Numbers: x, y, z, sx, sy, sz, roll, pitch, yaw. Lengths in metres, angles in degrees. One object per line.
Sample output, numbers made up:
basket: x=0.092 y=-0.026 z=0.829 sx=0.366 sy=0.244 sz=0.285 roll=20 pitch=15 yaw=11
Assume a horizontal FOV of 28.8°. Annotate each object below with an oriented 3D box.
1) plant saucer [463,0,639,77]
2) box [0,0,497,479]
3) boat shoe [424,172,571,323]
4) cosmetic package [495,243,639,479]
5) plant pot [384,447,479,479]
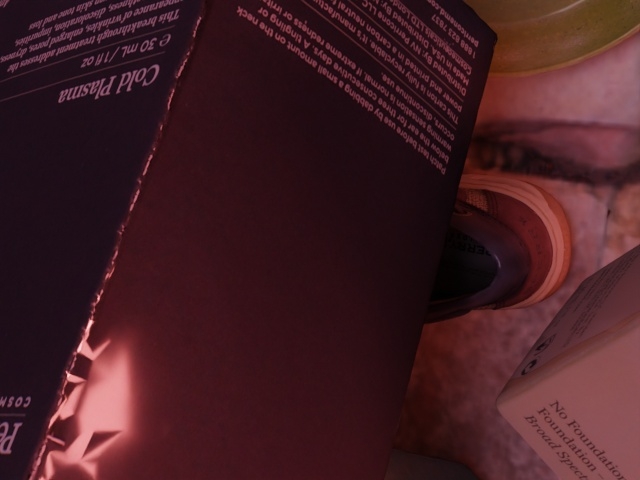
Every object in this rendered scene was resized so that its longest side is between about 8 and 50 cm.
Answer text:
plant saucer: x=0.097 y=-0.206 z=0.653 sx=0.241 sy=0.037 sz=0.241 roll=1 pitch=115 yaw=2
box: x=-0.122 y=0.008 z=0.643 sx=0.343 sy=0.179 sz=0.312 roll=-7 pitch=57 yaw=45
boat shoe: x=0.000 y=0.000 z=0.738 sx=0.285 sy=0.092 sz=0.103 roll=5 pitch=95 yaw=29
cosmetic package: x=0.233 y=0.037 z=0.494 sx=0.160 sy=0.113 sz=0.309 roll=46 pitch=140 yaw=0
plant pot: x=0.001 y=0.245 z=0.674 sx=0.248 sy=0.247 sz=0.252 roll=-16 pitch=69 yaw=29
